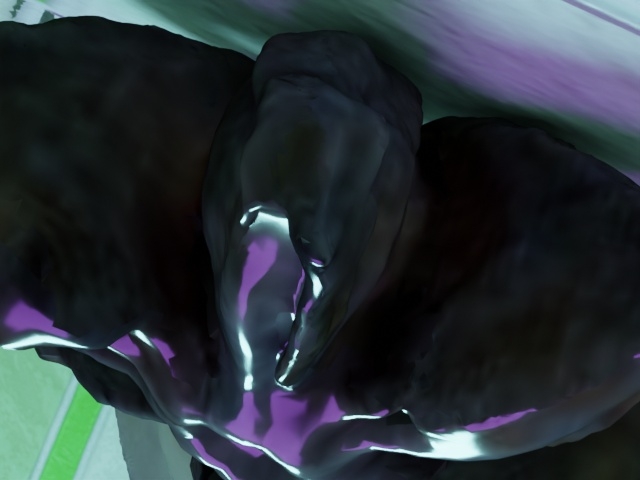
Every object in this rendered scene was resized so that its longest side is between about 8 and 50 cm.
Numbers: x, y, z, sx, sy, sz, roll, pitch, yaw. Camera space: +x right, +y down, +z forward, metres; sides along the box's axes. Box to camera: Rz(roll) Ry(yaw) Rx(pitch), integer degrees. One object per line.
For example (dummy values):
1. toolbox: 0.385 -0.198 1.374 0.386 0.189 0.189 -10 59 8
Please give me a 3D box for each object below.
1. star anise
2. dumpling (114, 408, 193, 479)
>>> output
1. star anise: 0.000 0.000 0.561 0.316 0.139 0.359 15 159 -6
2. dumpling: -0.015 0.102 1.059 0.293 0.204 0.163 29 166 27
